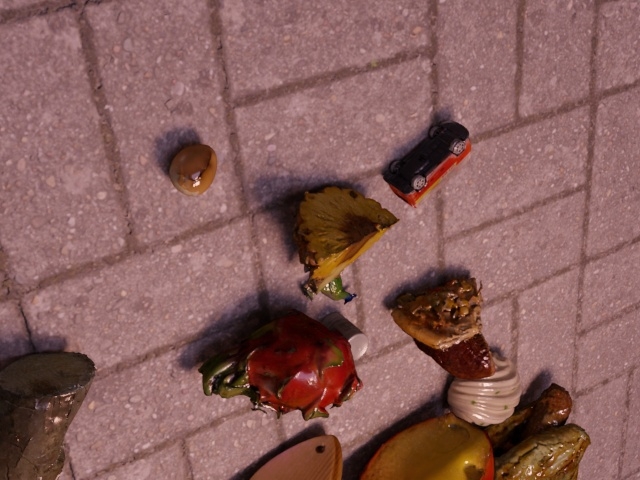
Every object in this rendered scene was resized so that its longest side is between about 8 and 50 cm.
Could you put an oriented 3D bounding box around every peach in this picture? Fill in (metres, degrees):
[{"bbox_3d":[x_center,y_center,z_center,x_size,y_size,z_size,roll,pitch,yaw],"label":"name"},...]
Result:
[{"bbox_3d":[0.225,0.519,1.808,0.281,0.281,0.338,23,104,-38],"label":"peach"}]

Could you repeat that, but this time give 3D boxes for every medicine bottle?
[{"bbox_3d":[0.044,0.181,1.636,0.058,0.091,0.058,-14,120,-27],"label":"medicine bottle"}]

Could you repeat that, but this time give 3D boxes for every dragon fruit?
[{"bbox_3d":[-0.064,0.243,1.531,0.269,0.198,0.200,-30,84,-15],"label":"dragon fruit"}]

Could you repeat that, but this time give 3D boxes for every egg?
[{"bbox_3d":[-0.197,-0.113,1.352,0.083,0.071,0.071,-53,130,-15],"label":"egg"}]

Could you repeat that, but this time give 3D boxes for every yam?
[{"bbox_3d":[-0.454,0.294,1.344,0.154,0.154,0.254,13,109,-36],"label":"yam"}]

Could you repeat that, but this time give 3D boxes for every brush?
[{"bbox_3d":[-0.038,0.519,1.718,0.267,0.174,0.166,-46,144,-26],"label":"brush"}]

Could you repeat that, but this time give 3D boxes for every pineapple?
[{"bbox_3d":[0.004,-0.002,1.507,0.249,0.140,0.164,-32,161,-42],"label":"pineapple"}]

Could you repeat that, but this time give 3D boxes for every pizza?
[{"bbox_3d":[0.255,0.135,1.711,0.226,0.147,0.069,-18,134,-24],"label":"pizza"}]

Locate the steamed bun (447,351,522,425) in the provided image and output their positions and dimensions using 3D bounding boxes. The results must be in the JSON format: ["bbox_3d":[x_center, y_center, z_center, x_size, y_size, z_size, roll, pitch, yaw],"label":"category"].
[{"bbox_3d":[0.372,0.337,1.916,0.182,0.106,0.183,-16,122,-27],"label":"steamed bun"}]

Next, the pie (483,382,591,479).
[{"bbox_3d":[0.487,0.585,2.069,0.395,0.180,0.418,-30,133,-18],"label":"pie"}]

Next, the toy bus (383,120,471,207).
[{"bbox_3d":[0.205,-0.139,1.595,0.174,0.079,0.077,-42,137,-9],"label":"toy bus"}]

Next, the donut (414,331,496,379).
[{"bbox_3d":[0.282,0.224,1.796,0.144,0.126,0.187,-25,124,-12],"label":"donut"}]

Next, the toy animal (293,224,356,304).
[{"bbox_3d":[-0.012,0.064,1.577,0.075,0.041,0.217,-46,125,-7],"label":"toy animal"}]
